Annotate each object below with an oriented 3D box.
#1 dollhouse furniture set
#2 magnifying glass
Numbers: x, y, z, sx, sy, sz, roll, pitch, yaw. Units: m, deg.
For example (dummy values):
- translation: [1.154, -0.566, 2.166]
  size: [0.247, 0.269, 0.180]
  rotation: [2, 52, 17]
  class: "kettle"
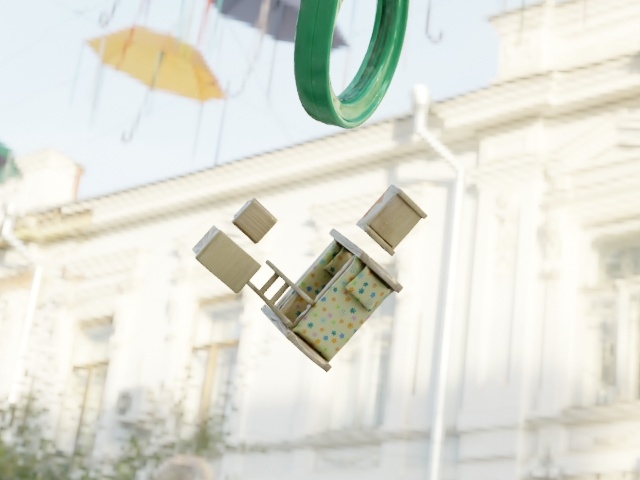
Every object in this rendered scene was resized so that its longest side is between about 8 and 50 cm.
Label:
- translation: [0.000, 0.000, 1.283]
  size: [0.161, 0.182, 0.101]
  rotation: [42, -1, -24]
  class: "dollhouse furniture set"
- translation: [0.013, -0.153, 0.629]
  size: [0.026, 0.092, 0.231]
  rotation: [19, -44, 22]
  class: "magnifying glass"
